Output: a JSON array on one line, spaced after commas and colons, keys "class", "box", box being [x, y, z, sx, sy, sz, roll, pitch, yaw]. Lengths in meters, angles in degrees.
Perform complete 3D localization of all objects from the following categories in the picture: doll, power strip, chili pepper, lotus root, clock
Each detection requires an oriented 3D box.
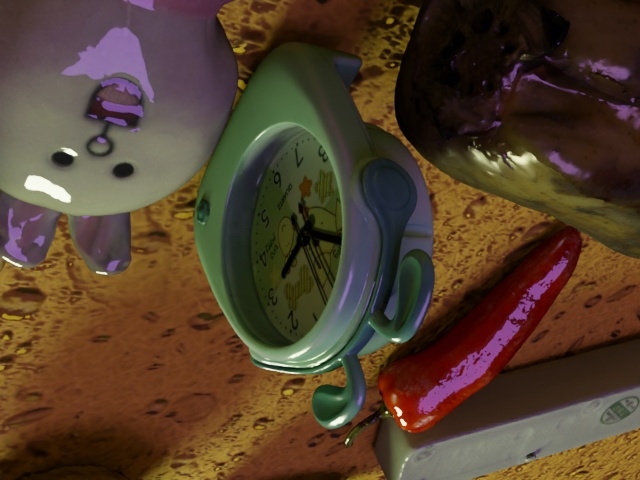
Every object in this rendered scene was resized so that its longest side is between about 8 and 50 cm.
[{"class": "doll", "box": [-0.088, -0.100, 0.445, 0.154, 0.113, 0.275, 5, 139, -24]}, {"class": "power strip", "box": [0.237, 0.157, 0.980, 0.385, 0.062, 0.091, -11, 139, -21]}, {"class": "chili pepper", "box": [0.119, 0.090, 0.832, 0.272, 0.063, 0.071, -43, 154, 14]}, {"class": "lotus root", "box": [0.165, -0.078, 0.588, 0.274, 0.160, 0.152, 19, 92, -45]}, {"class": "clock", "box": [-0.001, 0.000, 0.542, 0.060, 0.189, 0.148, 5, 134, -35]}]

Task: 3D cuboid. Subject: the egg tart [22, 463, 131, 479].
[{"class": "egg tart", "box": [-0.192, 0.237, 0.776, 0.212, 0.090, 0.213, -16, 143, -13]}]

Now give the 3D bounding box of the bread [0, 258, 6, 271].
[{"class": "bread", "box": [-0.306, 0.011, 0.484, 0.264, 0.163, 0.167, 37, 113, -17]}]
